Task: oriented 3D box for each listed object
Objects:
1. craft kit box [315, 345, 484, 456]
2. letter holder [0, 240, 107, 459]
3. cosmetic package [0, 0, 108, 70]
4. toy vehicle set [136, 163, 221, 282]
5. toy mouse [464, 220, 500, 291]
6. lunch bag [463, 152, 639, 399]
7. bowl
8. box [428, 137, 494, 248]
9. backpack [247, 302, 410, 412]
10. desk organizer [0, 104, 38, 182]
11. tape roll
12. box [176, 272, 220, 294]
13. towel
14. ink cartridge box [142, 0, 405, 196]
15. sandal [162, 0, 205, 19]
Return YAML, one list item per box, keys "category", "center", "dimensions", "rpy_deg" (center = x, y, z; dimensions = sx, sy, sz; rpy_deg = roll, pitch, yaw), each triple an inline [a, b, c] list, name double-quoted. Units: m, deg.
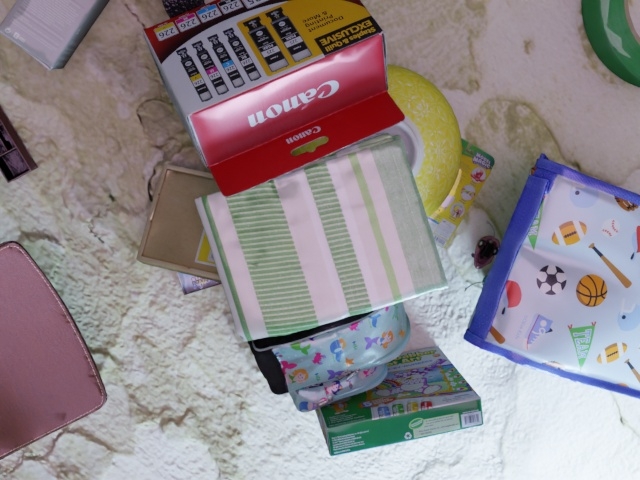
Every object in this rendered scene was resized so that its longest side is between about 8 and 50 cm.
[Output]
- category: "craft kit box"
  center: [0.115, 0.260, 1.446]
  dimensions: [0.250, 0.246, 0.061]
  rpy_deg: [-10, 101, -7]
- category: "letter holder"
  center: [-0.488, 0.155, 1.389]
  dimensions: [0.214, 0.152, 0.301]
  rpy_deg: [-27, 104, -4]
- category: "cosmetic package"
  center: [-0.372, -0.383, 1.309]
  dimensions: [0.107, 0.127, 0.238]
  rpy_deg: [38, 96, -13]
- category: "toy vehicle set"
  center: [-0.146, -0.015, 1.385]
  dimensions: [0.267, 0.035, 0.166]
  rpy_deg: [13, 79, 12]
- category: "toy mouse"
  center: [0.306, 0.043, 1.534]
  dimensions: [0.143, 0.031, 0.161]
  rpy_deg: [-39, 114, -1]
- category: "lunch bag"
  center: [0.437, 0.060, 1.436]
  dimensions: [0.385, 0.239, 0.327]
  rpy_deg: [15, 99, -31]
- category: "bowl"
  center: [0.092, -0.143, 1.385]
  dimensions: [0.290, 0.156, 0.289]
  rpy_deg: [0, 96, 1]
- category: "box"
  center: [0.214, -0.089, 1.495]
  dimensions: [0.105, 0.043, 0.179]
  rpy_deg: [30, 98, -12]
- category: "backpack"
  center: [0.020, 0.146, 1.419]
  dimensions: [0.254, 0.225, 0.191]
  rpy_deg: [-25, 113, 1]
- category: "desk organizer"
  center: [-0.505, -0.159, 1.372]
  dimensions: [0.047, 0.050, 0.130]
  rpy_deg: [-28, 104, -2]
- category: "tape roll"
  center: [0.608, -0.415, 1.469]
  dimensions: [0.321, 0.077, 0.321]
  rpy_deg: [-2, 102, -8]
- category: "box"
  center: [-0.147, 0.007, 1.464]
  dimensions: [0.207, 0.036, 0.114]
  rpy_deg: [-17, 103, -5]
- category: "towel"
  center: [0.000, 0.000, 1.299]
  dimensions: [0.325, 0.038, 0.247]
  rpy_deg: [-17, 92, 1]
- category: "ink cartridge box"
  center: [-0.065, -0.248, 1.289]
  dimensions: [0.309, 0.272, 0.130]
  rpy_deg: [-25, 147, -8]
- category: "sandal"
  center: [-0.208, -0.356, 1.387]
  dimensions: [0.067, 0.040, 0.179]
  rpy_deg: [-17, 118, 0]
